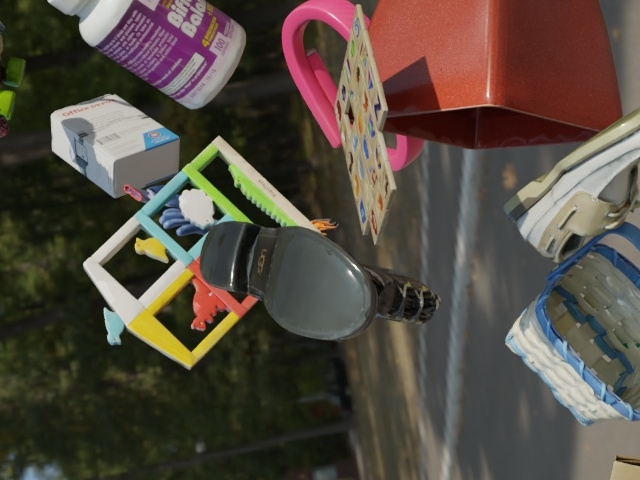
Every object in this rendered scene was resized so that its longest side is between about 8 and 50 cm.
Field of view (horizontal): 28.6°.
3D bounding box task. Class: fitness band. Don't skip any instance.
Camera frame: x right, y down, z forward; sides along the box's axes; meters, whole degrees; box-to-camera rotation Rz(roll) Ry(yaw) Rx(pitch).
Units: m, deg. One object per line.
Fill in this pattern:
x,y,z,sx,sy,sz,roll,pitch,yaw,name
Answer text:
0.051,-0.233,1.901,0.291,0.054,0.209,59,151,-11,fitness band

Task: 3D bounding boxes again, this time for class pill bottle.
-0.285,-0.359,2.060,0.301,0.169,0.169,32,-156,-24,pill bottle

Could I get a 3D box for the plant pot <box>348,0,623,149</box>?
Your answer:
0.218,-0.257,1.629,0.267,0.267,0.235,0,84,48,plant pot

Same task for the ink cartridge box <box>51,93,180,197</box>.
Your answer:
-0.354,-0.166,2.165,0.191,0.140,0.082,33,133,36,ink cartridge box

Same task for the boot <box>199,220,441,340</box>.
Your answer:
0.032,0.044,1.218,0.263,0.229,0.091,22,96,51,boot

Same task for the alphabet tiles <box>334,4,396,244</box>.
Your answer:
0.053,-0.124,1.487,0.198,0.009,0.237,103,158,-57,alphabet tiles

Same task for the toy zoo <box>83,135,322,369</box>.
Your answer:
-0.165,0.029,1.619,0.192,0.293,0.030,43,164,3,toy zoo

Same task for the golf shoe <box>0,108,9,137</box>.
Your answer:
-0.561,-0.227,1.970,0.186,0.086,0.067,64,-172,17,golf shoe

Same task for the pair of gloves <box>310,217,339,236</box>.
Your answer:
0.000,0.000,2.305,0.010,0.074,0.083,-73,-22,-74,pair of gloves

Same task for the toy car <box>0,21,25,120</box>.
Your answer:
-0.579,-0.312,2.099,0.188,0.155,0.149,114,165,-55,toy car

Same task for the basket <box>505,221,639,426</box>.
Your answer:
0.406,0.114,1.706,0.255,0.201,0.289,49,151,-2,basket

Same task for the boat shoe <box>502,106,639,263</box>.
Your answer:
0.329,-0.063,1.485,0.103,0.113,0.302,56,156,6,boat shoe

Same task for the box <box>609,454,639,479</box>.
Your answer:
0.488,0.397,1.807,0.021,0.164,0.201,-70,-14,-52,box

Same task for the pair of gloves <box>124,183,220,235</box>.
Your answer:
-0.187,-0.037,1.792,0.198,0.159,0.023,32,106,40,pair of gloves
